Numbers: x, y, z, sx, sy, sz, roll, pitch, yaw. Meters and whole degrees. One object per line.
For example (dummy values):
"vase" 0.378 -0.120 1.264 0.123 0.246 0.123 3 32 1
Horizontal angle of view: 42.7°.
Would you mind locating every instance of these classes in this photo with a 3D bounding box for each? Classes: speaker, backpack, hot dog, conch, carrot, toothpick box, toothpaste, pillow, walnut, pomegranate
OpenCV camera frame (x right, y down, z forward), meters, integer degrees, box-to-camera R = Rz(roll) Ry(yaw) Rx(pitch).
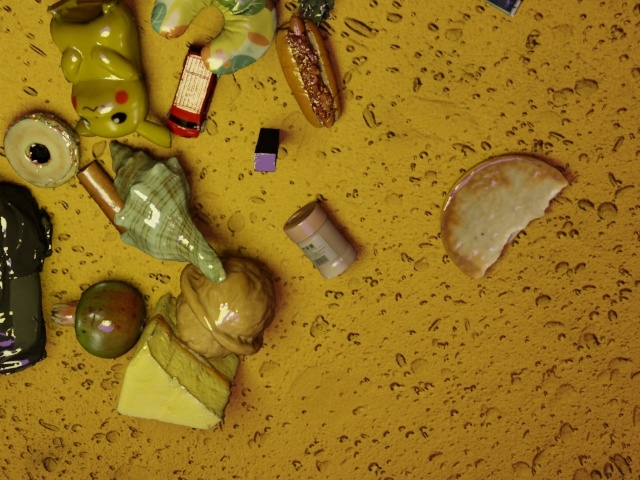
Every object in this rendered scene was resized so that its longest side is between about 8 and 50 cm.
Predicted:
"speaker" -0.108 -0.188 1.686 0.046 0.191 0.040 2 112 -1
"backpack" -0.759 0.095 1.779 0.363 0.255 0.445 -4 98 1
"hot dog" -0.025 -0.346 1.683 0.102 0.076 0.249 -15 113 10
"conch" -0.348 -0.055 1.714 0.203 0.170 0.386 -45 62 35
"carrot" -0.447 -0.072 1.805 0.067 0.067 0.225 -32 106 13
"toothpick box" 0.000 0.000 1.813 0.098 0.098 0.149 -36 108 14
"toothpaste" 0.336 -0.496 1.650 0.140 0.021 0.037 23 110 -11
"pillow" -0.200 -0.445 1.612 0.233 0.086 0.214 37 82 -15
"walnut" -0.210 0.145 1.791 0.224 0.257 0.257 -39 107 15
"pomegranate" -0.502 0.173 1.849 0.210 0.180 0.180 11 112 -7

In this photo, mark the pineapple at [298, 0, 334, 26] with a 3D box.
"pineapple" -0.054 -0.532 1.570 0.158 0.158 0.278 -30 113 12

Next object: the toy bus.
"toy bus" -0.264 -0.300 1.695 0.081 0.089 0.195 19 112 -7

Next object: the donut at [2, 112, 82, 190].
"donut" -0.588 -0.194 1.744 0.175 0.068 0.174 4 119 7

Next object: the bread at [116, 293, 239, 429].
"bread" -0.294 0.268 1.837 0.236 0.263 0.198 18 116 -4

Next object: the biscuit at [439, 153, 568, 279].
"biscuit" 0.379 -0.074 1.813 0.204 0.040 0.309 36 108 -14

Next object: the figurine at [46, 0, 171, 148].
"figurine" -0.437 -0.329 1.647 0.218 0.169 0.326 1 111 17
